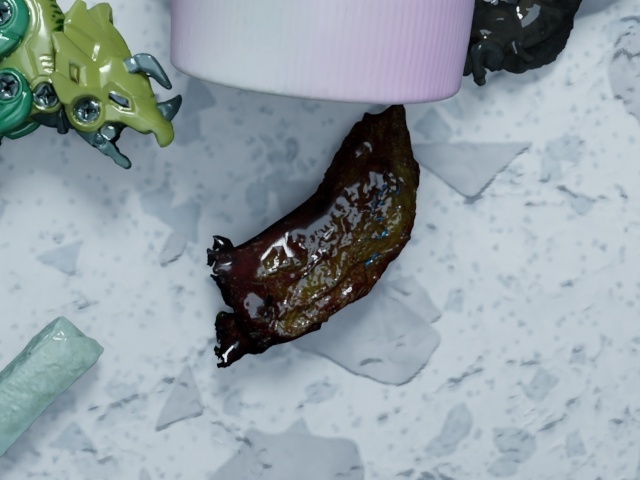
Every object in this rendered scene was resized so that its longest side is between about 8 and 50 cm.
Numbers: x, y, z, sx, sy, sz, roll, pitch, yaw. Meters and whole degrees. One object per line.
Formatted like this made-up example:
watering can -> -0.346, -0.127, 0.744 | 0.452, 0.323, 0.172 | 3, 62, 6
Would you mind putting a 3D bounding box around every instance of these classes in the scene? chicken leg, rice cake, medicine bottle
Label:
chicken leg -> 0.000, 0.000, 0.989 | 0.234, 0.063, 0.105 | -40, 104, -5
rice cake -> -0.256, 0.154, 0.977 | 0.245, 0.042, 0.045 | -46, 111, 0
medicine bottle -> 0.011, -0.253, 0.871 | 0.241, 0.241, 0.301 | 3, 105, -8

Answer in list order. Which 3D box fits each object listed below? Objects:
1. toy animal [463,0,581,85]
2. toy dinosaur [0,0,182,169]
toy animal -> 0.174, -0.221, 0.990 | 0.233, 0.084, 0.148 | -40, 112, -1
toy dinosaur -> -0.216, -0.150, 0.933 | 0.153, 0.094, 0.259 | -31, 91, -4
